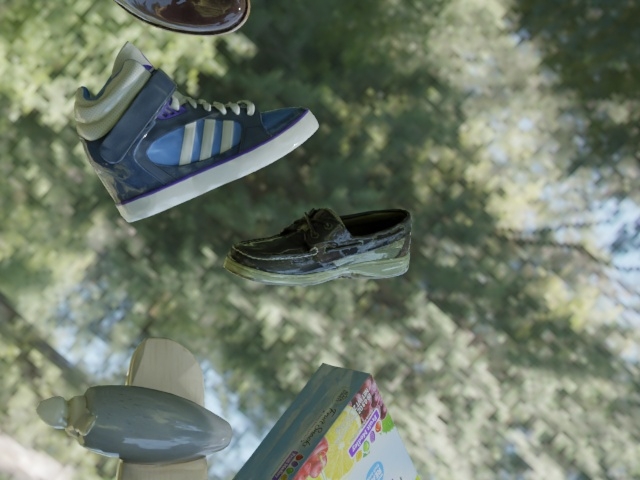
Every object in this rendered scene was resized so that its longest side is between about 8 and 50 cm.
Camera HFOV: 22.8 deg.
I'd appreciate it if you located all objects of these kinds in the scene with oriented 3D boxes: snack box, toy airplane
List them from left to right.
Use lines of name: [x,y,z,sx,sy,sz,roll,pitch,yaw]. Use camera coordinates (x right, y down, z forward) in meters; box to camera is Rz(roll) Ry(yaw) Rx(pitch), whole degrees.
toy airplane: [-0.156,0.308,1.306,0.384,0.386,0.272,-39,156,-19]
snack box: [0.015,0.254,1.560,0.070,0.207,0.174,11,-131,38]

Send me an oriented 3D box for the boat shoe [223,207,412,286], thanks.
boat shoe: [0.000,0.000,1.108,0.056,0.152,0.049,29,-64,45]

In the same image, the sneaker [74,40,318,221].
sneaker: [-0.188,-0.191,2.254,0.323,0.236,0.130,-25,-171,-8]

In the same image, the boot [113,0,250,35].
boot: [-0.185,-0.265,1.497,0.207,0.248,0.090,-105,-139,-85]
